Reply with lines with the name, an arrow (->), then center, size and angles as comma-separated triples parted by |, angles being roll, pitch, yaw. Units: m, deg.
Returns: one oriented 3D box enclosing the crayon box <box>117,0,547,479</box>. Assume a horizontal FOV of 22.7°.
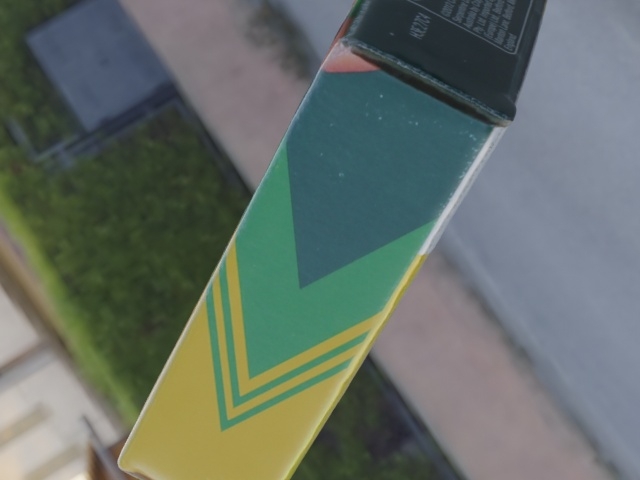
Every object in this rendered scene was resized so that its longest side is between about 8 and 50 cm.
crayon box -> 0.000, 0.000, 0.787 | 0.081, 0.318, 0.202 | 27, -146, -2
